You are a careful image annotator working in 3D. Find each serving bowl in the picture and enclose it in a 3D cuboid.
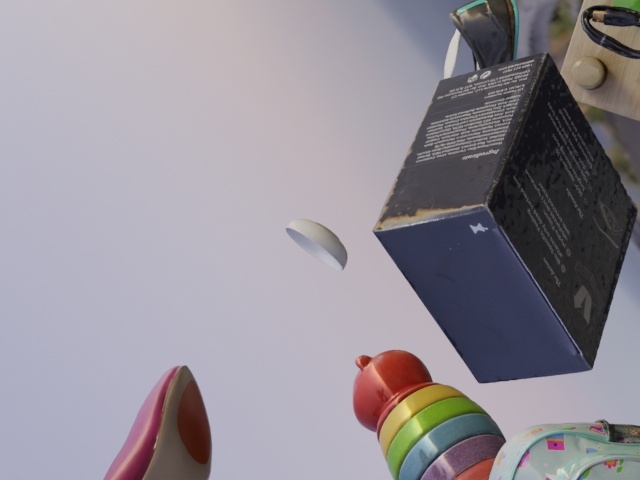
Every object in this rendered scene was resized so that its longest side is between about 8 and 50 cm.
[{"bbox_3d":[0.000,0.000,1.807,0.083,0.027,0.083,34,170,7],"label":"serving bowl"}]

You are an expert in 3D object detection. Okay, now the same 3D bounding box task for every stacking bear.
[{"bbox_3d":[0.142,0.260,2.059,0.175,0.164,0.289,12,-151,-43],"label":"stacking bear"}]

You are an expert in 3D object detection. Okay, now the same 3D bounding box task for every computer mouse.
[{"bbox_3d":[0.372,-0.207,1.498,0.041,0.242,0.071,80,-167,-70],"label":"computer mouse"}]

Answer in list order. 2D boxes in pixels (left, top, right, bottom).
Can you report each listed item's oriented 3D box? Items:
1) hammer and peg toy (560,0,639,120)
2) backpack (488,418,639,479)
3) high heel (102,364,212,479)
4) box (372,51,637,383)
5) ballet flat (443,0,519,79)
[{"bbox_3d":[0.440,-0.294,1.729,0.266,0.361,0.127,20,-171,11],"label":"hammer and peg toy"},{"bbox_3d":[0.248,0.247,1.421,0.188,0.165,0.144,8,-177,1],"label":"backpack"},{"bbox_3d":[-0.234,0.287,1.750,0.377,0.181,0.127,-78,-33,-54],"label":"high heel"},{"bbox_3d":[0.130,-0.014,1.061,0.156,0.093,0.158,54,-138,-30],"label":"box"},{"bbox_3d":[0.203,-0.182,1.974,0.095,0.096,0.280,-104,5,-58],"label":"ballet flat"}]
